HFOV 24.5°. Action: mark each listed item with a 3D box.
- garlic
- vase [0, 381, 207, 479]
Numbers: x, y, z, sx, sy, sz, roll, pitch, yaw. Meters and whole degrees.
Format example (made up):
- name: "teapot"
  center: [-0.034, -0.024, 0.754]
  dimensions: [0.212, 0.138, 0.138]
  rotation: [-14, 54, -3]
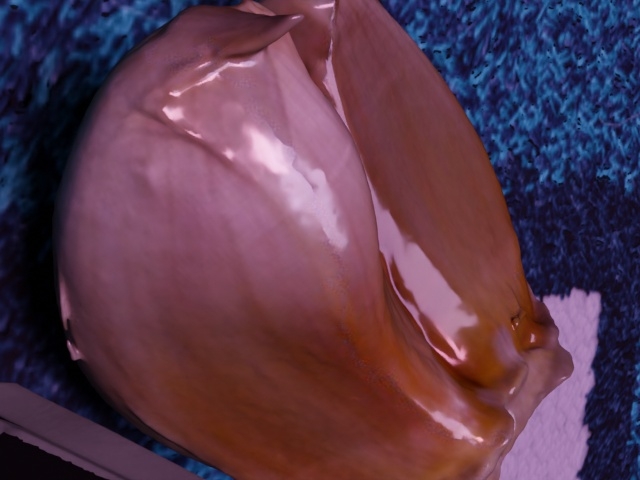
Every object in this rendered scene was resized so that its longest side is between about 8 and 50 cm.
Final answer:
- name: "garlic"
  center: [0.000, 0.000, 0.794]
  dimensions: [0.286, 0.249, 0.313]
  rotation: [-44, 112, -18]
- name: "vase"
  center: [-0.066, 0.160, 0.605]
  dimensions: [0.165, 0.360, 0.165]
  rotation: [-14, 108, -51]
